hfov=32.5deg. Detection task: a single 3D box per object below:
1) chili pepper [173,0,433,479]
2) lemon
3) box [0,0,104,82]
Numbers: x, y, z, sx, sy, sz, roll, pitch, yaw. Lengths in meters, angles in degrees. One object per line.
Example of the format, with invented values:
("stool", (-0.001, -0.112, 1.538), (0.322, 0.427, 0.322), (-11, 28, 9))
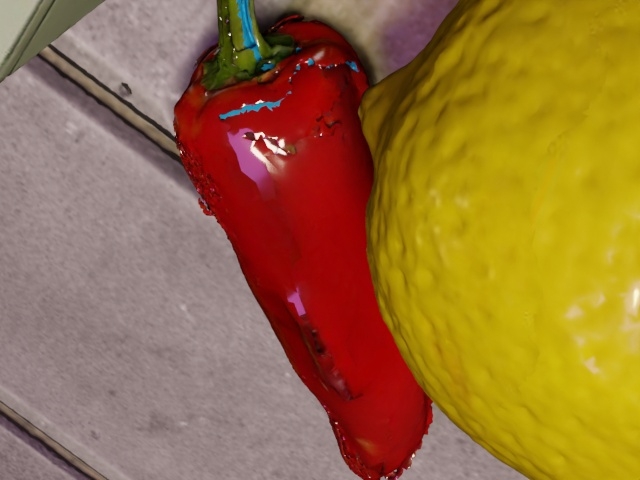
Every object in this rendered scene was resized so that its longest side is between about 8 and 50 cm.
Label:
("chili pepper", (0.000, 0.000, 0.592), (0.110, 0.110, 0.387), (-1, 126, 27))
("lemon", (0.150, -0.010, 0.415), (0.267, 0.267, 0.267), (13, 128, 17))
("box", (-0.126, -0.215, 0.407), (0.225, 0.225, 0.117), (41, 131, -8))
